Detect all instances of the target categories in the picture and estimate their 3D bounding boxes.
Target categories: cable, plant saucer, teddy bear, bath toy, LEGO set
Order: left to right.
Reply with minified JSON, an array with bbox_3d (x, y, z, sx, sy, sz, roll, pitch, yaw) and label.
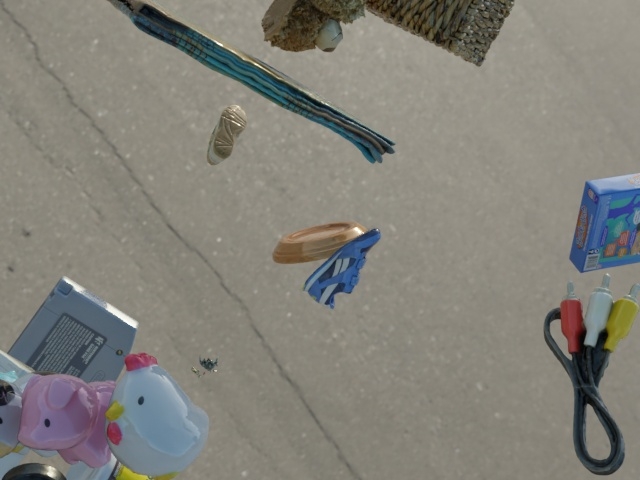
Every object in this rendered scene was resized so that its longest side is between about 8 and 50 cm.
[{"bbox_3d":[-0.279,0.181,1.049,0.151,0.348,0.129,-37,117,-50],"label":"bath toy"},{"bbox_3d":[-0.274,0.301,2.310,0.054,0.083,0.023,34,30,-1],"label":"LEGO set"},{"bbox_3d":[0.000,0.000,1.899,0.200,0.200,0.037,-31,110,-58],"label":"plant saucer"},{"bbox_3d":[0.056,-0.409,1.486,0.113,0.338,0.245,34,8,-28],"label":"teddy bear"},{"bbox_3d":[0.369,0.181,1.371,0.072,0.139,0.287,58,40,-47],"label":"cable"}]

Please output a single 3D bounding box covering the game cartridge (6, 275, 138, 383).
[{"bbox_3d":[-0.487,0.233,1.849,0.198,0.297,0.062,34,13,-19],"label":"game cartridge"}]

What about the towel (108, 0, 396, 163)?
[{"bbox_3d":[-0.105,-0.218,1.212,0.370,0.040,0.271,25,10,-33],"label":"towel"}]

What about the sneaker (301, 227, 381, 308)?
[{"bbox_3d":[0.040,0.039,1.396,0.059,0.144,0.053,48,17,6],"label":"sneaker"}]

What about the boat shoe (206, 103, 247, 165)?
[{"bbox_3d":[-0.208,-0.227,2.095,0.063,0.059,0.170,36,43,-16],"label":"boat shoe"}]

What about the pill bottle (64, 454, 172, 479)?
[{"bbox_3d":[-0.285,0.406,1.507,0.215,0.117,0.117,43,31,-27],"label":"pill bottle"}]

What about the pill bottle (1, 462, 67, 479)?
[{"bbox_3d":[-0.379,0.394,1.243,0.123,0.123,0.219,35,20,-24],"label":"pill bottle"}]

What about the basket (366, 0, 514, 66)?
[{"bbox_3d":[0.211,-0.450,1.682,0.223,0.213,0.299,30,13,14],"label":"basket"}]

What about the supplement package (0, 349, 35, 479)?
[{"bbox_3d":[-0.500,0.273,1.496,0.105,0.179,0.105,22,-17,38],"label":"supplement package"}]

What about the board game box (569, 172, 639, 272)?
[{"bbox_3d":[0.529,-0.036,1.621,0.210,0.160,0.047,-8,37,-14],"label":"board game box"}]
